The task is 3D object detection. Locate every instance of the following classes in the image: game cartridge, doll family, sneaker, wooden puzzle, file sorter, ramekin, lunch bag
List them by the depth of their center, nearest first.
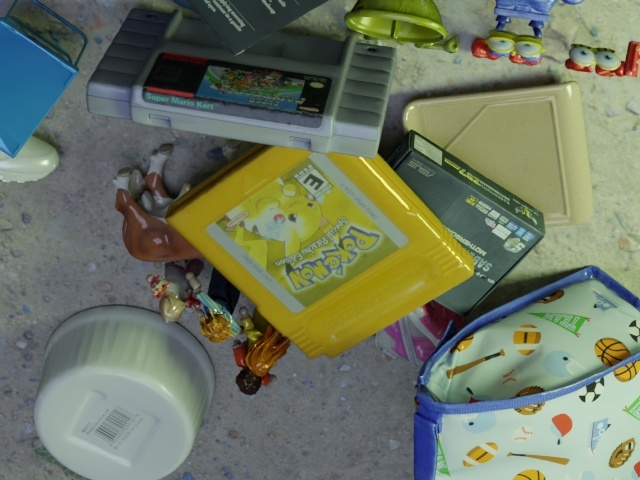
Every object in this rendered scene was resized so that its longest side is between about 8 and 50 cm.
[{"bbox_3d":[-0.090,-0.201,1.733,0.355,0.230,0.068,9,120,3],"label":"game cartridge"},{"bbox_3d":[-0.404,-0.222,1.862,0.118,0.104,0.170,34,121,-16],"label":"file sorter"},{"bbox_3d":[0.000,0.000,1.881,0.285,0.053,0.324,-33,114,26],"label":"game cartridge"},{"bbox_3d":[0.244,-0.110,1.908,0.238,0.044,0.221,-7,124,10],"label":"wooden puzzle"},{"bbox_3d":[-0.473,-0.152,1.935,0.235,0.090,0.095,16,116,-7],"label":"sneaker"},{"bbox_3d":[0.287,0.260,1.971,0.385,0.239,0.328,-24,129,-26],"label":"lunch bag"},{"bbox_3d":[-0.126,0.110,2.028,0.118,0.163,0.263,-34,115,26],"label":"doll family"},{"bbox_3d":[0.138,0.131,2.063,0.111,0.103,0.252,-18,119,28],"label":"sneaker"},{"bbox_3d":[-0.308,0.249,2.164,0.277,0.135,0.277,3,126,4],"label":"ramekin"}]

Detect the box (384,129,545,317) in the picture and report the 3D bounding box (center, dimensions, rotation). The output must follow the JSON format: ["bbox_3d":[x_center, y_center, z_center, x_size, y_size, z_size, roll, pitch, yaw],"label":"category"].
[{"bbox_3d":[0.161,-0.019,1.914,0.232,0.059,0.183,32,123,-15],"label":"box"}]

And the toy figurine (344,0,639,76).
[{"bbox_3d":[0.228,-0.334,1.729,0.362,0.191,0.217,11,95,7],"label":"toy figurine"}]

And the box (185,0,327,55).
[{"bbox_3d":[-0.071,-0.441,1.595,0.312,0.179,0.343,-25,130,22],"label":"box"}]

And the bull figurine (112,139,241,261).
[{"bbox_3d":[-0.140,-0.042,1.964,0.310,0.101,0.188,-8,120,9],"label":"bull figurine"}]

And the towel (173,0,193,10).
[{"bbox_3d":[-0.177,-0.335,1.805,0.119,0.029,0.067,24,125,-11],"label":"towel"}]
